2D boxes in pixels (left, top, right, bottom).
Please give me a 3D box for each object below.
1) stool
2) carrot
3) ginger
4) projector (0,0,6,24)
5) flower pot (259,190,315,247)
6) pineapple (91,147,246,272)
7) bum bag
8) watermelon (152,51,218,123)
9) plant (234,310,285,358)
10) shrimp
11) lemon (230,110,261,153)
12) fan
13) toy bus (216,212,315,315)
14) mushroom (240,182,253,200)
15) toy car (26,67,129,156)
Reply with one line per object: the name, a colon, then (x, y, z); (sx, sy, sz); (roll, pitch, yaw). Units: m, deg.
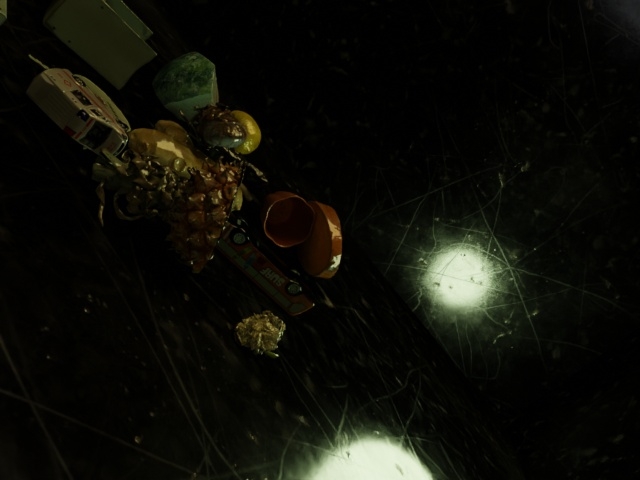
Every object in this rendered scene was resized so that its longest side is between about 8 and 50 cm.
stool: (-0.649, -0.633, 1.604); (0.269, 0.170, 0.244); (43, 13, -37)
carrot: (0.000, 0.000, 1.938); (0.100, 0.259, 0.307); (0, 37, -25)
ginger: (-0.349, -0.203, 1.501); (0.348, 0.122, 0.363); (39, 2, -13)
projector: (-0.731, -0.512, 1.108); (0.147, 0.061, 0.115); (40, 16, -47)
flower pot: (-0.132, -0.094, 1.919); (0.190, 0.190, 0.173); (44, 2, -30)
pineapple: (-0.321, -0.093, 1.087); (0.271, 0.263, 0.262); (23, 18, -14)
bum bag: (-0.324, -0.286, 1.888); (0.340, 0.095, 0.144); (36, -12, -23)
watermelon: (-0.469, -0.545, 2.006); (0.258, 0.228, 0.387); (53, -3, -40)
plant: (-0.127, 0.214, 1.150); (0.116, 0.104, 0.122); (-36, 122, -46)
shrimp: (-0.329, -0.337, 1.577); (0.343, 0.145, 0.117); (35, -42, 50)
lemon: (-0.348, -0.465, 2.337); (0.207, 0.170, 0.170); (54, 10, 11)
fan: (-0.593, -0.370, 1.340); (0.191, 0.009, 0.329); (55, 8, 20)
toy bus: (-0.171, 0.047, 1.439); (0.409, 0.092, 0.093); (46, 13, -23)
mushroom: (-0.290, -0.184, 1.883); (0.187, 0.060, 0.061); (50, 50, -47)
toy car: (-0.501, -0.260, 1.123); (0.210, 0.089, 0.108); (47, 11, -8)
